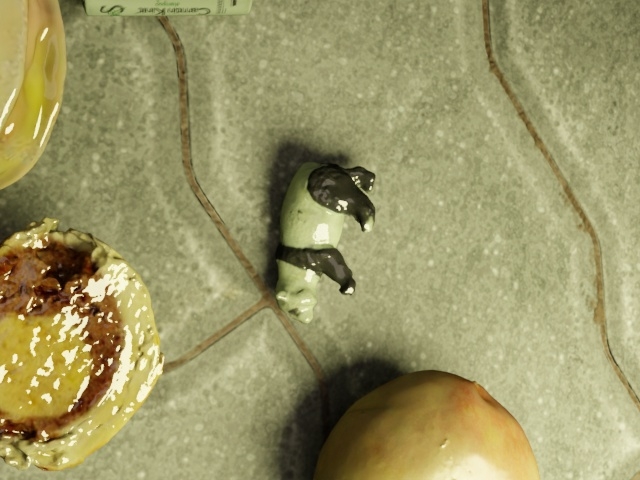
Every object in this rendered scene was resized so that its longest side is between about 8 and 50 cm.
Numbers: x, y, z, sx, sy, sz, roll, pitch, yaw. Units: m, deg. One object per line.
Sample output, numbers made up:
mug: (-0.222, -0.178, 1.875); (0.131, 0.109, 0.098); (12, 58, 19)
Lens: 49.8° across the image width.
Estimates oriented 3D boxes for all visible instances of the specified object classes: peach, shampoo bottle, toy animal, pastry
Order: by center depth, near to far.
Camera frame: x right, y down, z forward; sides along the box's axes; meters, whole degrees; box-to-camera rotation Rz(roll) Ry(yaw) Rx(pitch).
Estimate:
pastry: (-0.324, 0.120, 0.800); (0.237, 0.170, 0.256); (45, 66, -31)
peach: (0.137, 0.313, 0.873); (0.292, 0.247, 0.292); (0, 105, -1)
shampoo bottle: (-0.222, -0.331, 0.884); (0.263, 0.085, 0.085); (-7, 89, -17)
toy animal: (0.000, 0.000, 0.931); (0.121, 0.094, 0.225); (13, 93, -6)

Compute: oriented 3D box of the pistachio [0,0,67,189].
pistachio: (-0.459, -0.242, 0.710); (0.365, 0.281, 0.445); (-31, 90, 15)
